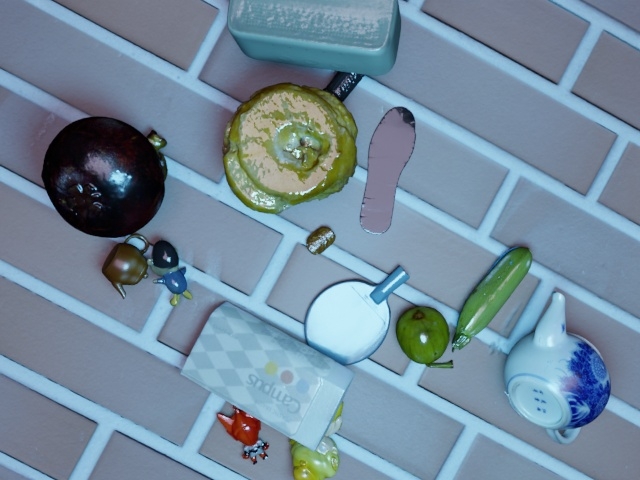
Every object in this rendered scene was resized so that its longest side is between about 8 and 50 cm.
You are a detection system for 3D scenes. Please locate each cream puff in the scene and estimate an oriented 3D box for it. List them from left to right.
[{"bbox_3d":[-0.074,-0.218,1.475,0.327,0.231,0.343,31,90,-3],"label":"cream puff"}]

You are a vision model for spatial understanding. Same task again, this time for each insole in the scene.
[{"bbox_3d":[0.177,-0.187,1.596,0.119,0.009,0.349,12,91,0],"label":"insole"}]

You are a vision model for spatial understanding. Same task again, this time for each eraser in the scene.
[{"bbox_3d":[-0.134,0.336,1.515,0.396,0.082,0.213,27,90,13],"label":"eraser"}]

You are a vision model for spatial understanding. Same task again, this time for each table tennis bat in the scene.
[{"bbox_3d":[0.102,0.191,1.588,0.329,0.044,0.215,-42,91,2],"label":"table tennis bat"}]

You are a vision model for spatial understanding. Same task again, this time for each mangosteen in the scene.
[{"bbox_3d":[-0.520,-0.161,1.456,0.297,0.293,0.297,-7,132,-8],"label":"mangosteen"}]

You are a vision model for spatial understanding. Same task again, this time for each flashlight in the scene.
[{"bbox_3d":[0.079,-0.436,1.550,0.093,0.093,0.232,41,93,-2],"label":"flashlight"}]

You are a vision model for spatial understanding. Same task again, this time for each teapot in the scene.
[{"bbox_3d":[-0.492,0.064,1.542,0.116,0.116,0.173,19,64,-2],"label":"teapot"},{"bbox_3d":[0.614,0.336,1.522,0.280,0.252,0.424,-33,116,-36],"label":"teapot"}]

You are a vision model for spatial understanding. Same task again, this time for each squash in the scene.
[{"bbox_3d":[0.439,0.152,1.569,0.094,0.094,0.341,38,87,-2],"label":"squash"}]

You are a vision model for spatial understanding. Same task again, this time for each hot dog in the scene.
[{"bbox_3d":[0.000,0.000,1.581,0.083,0.035,0.058,-40,92,0],"label":"hot dog"}]

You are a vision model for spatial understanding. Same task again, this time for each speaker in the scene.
[{"bbox_3d":[-0.013,-0.521,1.424,0.406,0.184,0.183,9,95,6],"label":"speaker"}]

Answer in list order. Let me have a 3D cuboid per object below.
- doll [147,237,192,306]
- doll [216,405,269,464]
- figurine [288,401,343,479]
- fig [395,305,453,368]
[{"bbox_3d":[-0.393,0.080,1.551,0.102,0.089,0.179,-23,106,-41],"label":"doll"},{"bbox_3d":[-0.193,0.509,1.578,0.109,0.057,0.169,-23,91,-3],"label":"doll"},{"bbox_3d":[-0.003,0.524,1.554,0.156,0.131,0.246,22,92,32],"label":"figurine"},{"bbox_3d":[0.269,0.260,1.564,0.147,0.186,0.142,-21,47,-22],"label":"fig"}]
